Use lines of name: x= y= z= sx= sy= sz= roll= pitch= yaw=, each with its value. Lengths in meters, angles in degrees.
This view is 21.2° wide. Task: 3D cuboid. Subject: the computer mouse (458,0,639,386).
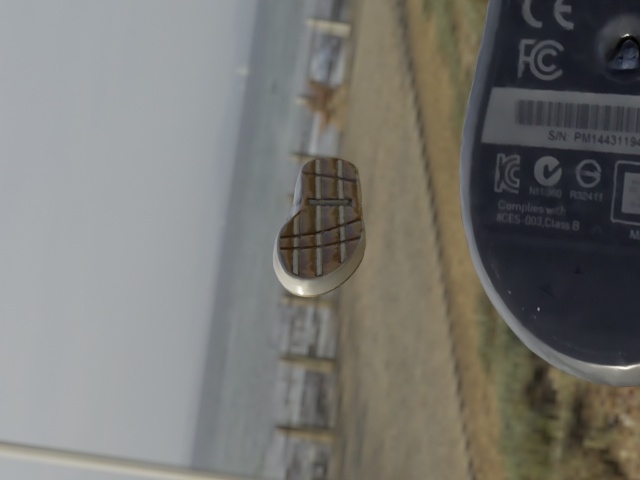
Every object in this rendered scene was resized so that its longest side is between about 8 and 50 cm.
computer mouse: x=0.125 y=-0.086 z=0.571 sx=0.072 sy=0.188 sz=0.272 roll=-1 pitch=-79 yaw=-59

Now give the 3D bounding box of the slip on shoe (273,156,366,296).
slip on shoe: x=0.000 y=0.000 z=0.978 sx=0.135 sy=0.051 sz=0.041 roll=-87 pitch=0 yaw=-60
